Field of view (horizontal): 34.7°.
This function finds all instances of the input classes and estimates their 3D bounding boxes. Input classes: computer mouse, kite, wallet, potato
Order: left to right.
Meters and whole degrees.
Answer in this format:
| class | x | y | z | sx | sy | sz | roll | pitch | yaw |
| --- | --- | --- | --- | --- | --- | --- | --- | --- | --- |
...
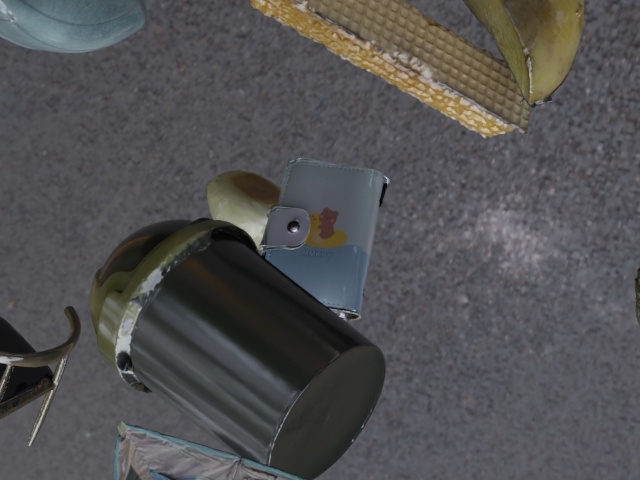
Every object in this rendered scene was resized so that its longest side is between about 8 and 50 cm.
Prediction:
| class | x | y | z | sx | sy | sz | roll | pitch | yaw |
| --- | --- | --- | --- | --- | --- | --- | --- | --- | --- |
| computer mouse | -0.341 | -0.288 | 1.062 | 0.188 | 0.122 | 0.371 | 17 | 170 | 39 |
| kite | -0.065 | 0.266 | 0.753 | 0.335 | 0.011 | 0.314 | -37 | 82 | 28 |
| wallet | 0.000 | 0.000 | 1.458 | 0.170 | 0.231 | 0.069 | 7 | 159 | 14 |
| potato | 0.256 | -0.293 | 1.233 | 0.138 | 0.243 | 0.098 | -22 | 154 | -9 |

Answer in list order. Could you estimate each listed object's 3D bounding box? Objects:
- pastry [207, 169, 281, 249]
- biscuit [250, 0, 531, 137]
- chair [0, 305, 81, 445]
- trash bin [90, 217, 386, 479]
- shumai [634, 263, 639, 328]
| class | x | y | z | sx | sy | sz | roll | pitch | yaw |
| --- | --- | --- | --- | --- | --- | --- | --- | --- | --- |
| pastry | -0.120 | -0.052 | 1.713 | 0.156 | 0.156 | 0.092 | 30 | 109 | -3 |
| biscuit | 0.091 | -0.238 | 1.222 | 0.378 | 0.094 | 0.054 | 25 | 153 | -20 |
| chair | -0.487 | 0.197 | 1.519 | 0.166 | 0.188 | 0.272 | 41 | 119 | 11 |
| trash bin | -0.109 | 0.099 | 1.109 | 0.334 | 0.214 | 0.214 | 33 | 143 | 32 |
| shumai | 0.509 | 0.038 | 1.296 | 0.272 | 0.203 | 0.222 | -26 | 96 | 1 |
